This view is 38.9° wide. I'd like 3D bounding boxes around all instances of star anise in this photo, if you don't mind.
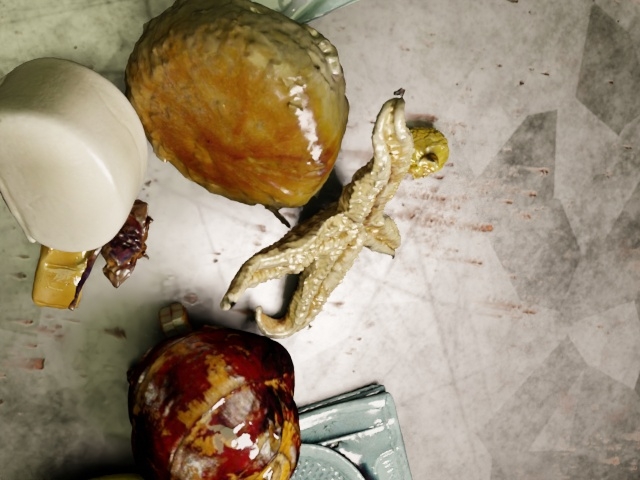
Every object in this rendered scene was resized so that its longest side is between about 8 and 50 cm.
[{"bbox_3d":[-0.287,0.026,1.255,0.070,0.191,0.097,24,139,-1],"label":"star anise"}]

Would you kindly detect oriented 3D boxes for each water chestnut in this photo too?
[{"bbox_3d":[-0.157,0.250,1.281,0.244,0.289,0.289,-19,108,13],"label":"water chestnut"}]

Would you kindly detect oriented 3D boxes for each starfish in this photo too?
[{"bbox_3d":[0.000,0.000,1.219,0.324,0.432,0.082,-36,73,-8],"label":"starfish"}]

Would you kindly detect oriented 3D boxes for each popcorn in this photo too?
[{"bbox_3d":[0.155,-0.129,1.352,0.084,0.084,0.084,-3,104,-12],"label":"popcorn"}]

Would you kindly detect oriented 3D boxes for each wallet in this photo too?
[{"bbox_3d":[0.038,0.422,1.467,0.237,0.075,0.342,-16,107,-6],"label":"wallet"}]

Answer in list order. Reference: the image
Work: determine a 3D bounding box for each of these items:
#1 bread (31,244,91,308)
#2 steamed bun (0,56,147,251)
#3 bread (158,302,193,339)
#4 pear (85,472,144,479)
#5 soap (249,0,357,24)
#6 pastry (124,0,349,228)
[{"bbox_3d":[-0.364,0.033,1.285,0.074,0.053,0.132,14,102,-16],"label":"bread"},{"bbox_3d":[-0.315,-0.105,1.164,0.164,0.146,0.242,1,135,12],"label":"steamed bun"},{"bbox_3d":[-0.215,0.123,1.345,0.043,0.062,0.109,-17,150,-6],"label":"bread"},{"bbox_3d":[-0.293,0.468,1.313,0.307,0.253,0.253,-1,104,-21],"label":"pear"},{"bbox_3d":[0.031,-0.466,1.199,0.446,0.156,0.261,-45,109,0],"label":"soap"},{"bbox_3d":[-0.113,-0.174,1.175,0.329,0.329,0.136,37,54,-18],"label":"pastry"}]
